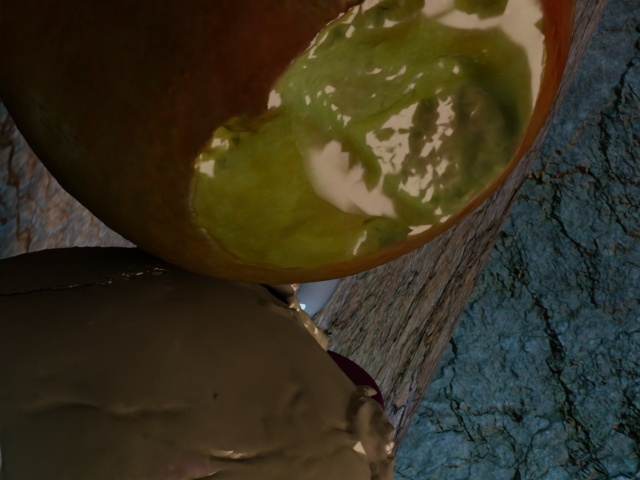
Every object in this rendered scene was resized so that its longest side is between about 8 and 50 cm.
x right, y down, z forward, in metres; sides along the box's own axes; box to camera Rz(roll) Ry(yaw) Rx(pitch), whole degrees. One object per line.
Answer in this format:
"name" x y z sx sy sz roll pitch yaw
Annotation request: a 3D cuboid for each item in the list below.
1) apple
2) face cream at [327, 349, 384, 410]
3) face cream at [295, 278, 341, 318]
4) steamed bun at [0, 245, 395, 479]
"apple" -0.027 -0.135 0.865 0.339 0.339 0.339 -56 164 -25
"face cream" -0.029 0.250 1.848 0.175 0.175 0.195 -43 155 -53
"face cream" 0.000 0.000 1.657 0.163 0.080 0.337 -68 -176 -61
"steamed bun" -0.139 0.116 0.923 0.312 0.333 0.233 0 85 -47
